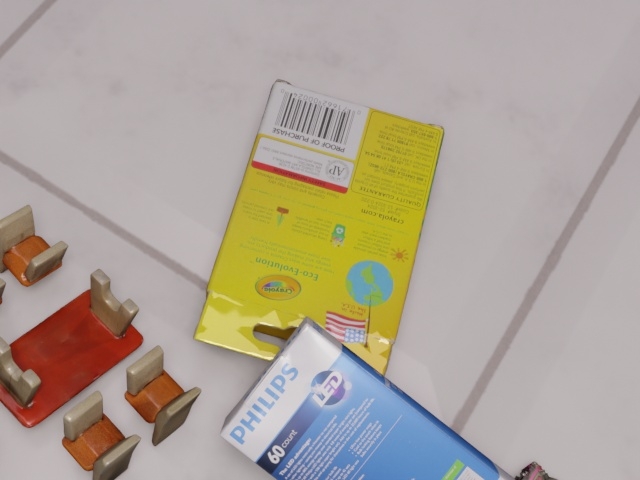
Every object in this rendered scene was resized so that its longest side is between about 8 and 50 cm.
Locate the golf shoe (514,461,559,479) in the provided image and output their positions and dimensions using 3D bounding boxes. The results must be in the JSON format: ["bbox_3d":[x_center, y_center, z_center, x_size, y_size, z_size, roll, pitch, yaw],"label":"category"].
[{"bbox_3d":[0.190,0.307,1.007,0.086,0.067,0.186,38,66,8],"label":"golf shoe"}]

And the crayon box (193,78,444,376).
[{"bbox_3d":[0.000,0.000,1.114,0.202,0.081,0.319,17,64,0],"label":"crayon box"}]

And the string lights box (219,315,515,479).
[{"bbox_3d":[0.048,0.204,0.979,0.259,0.077,0.133,39,92,-1],"label":"string lights box"}]

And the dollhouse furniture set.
[{"bbox_3d":[-0.292,0.141,1.004,0.262,0.135,0.259,45,56,12],"label":"dollhouse furniture set"}]
